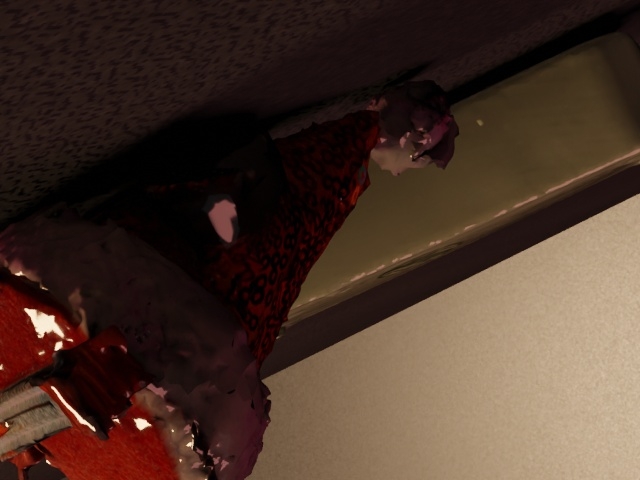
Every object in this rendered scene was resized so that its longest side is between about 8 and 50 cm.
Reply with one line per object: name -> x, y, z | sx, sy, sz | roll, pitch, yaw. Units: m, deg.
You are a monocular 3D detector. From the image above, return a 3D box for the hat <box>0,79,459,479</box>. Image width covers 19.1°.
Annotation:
hat -> -0.028, 0.002, 0.682 | 0.227, 0.129, 0.140 | -41, 166, -28

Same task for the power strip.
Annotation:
power strip -> 0.000, 0.001, 0.881 | 0.385, 0.062, 0.091 | -26, 174, 13
